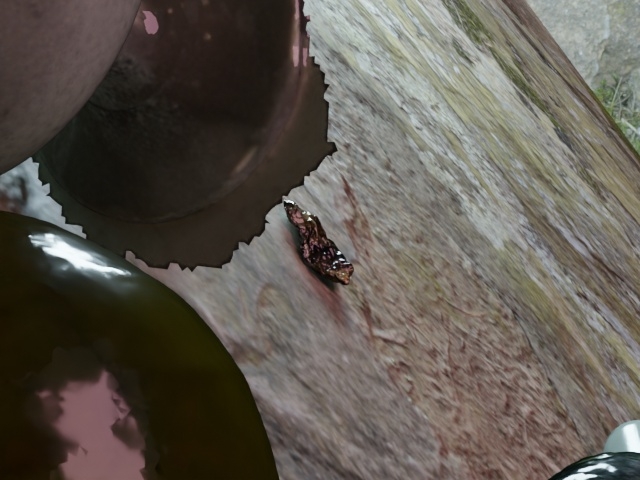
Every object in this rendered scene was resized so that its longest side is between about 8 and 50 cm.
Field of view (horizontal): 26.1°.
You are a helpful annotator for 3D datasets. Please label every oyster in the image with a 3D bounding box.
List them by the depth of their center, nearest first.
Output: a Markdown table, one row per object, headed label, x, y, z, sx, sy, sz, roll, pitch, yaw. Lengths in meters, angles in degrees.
| label | x | y | z | sx | sy | sz | roll | pitch | yaw |
| --- | --- | --- | --- | --- | --- | --- | --- | --- | --- |
| oyster | 0.001 | 0.003 | 1.056 | 0.054 | 0.019 | 0.083 | 23 | 34 | -53 |

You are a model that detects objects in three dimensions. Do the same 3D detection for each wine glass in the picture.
| label | x | y | z | sx | sy | sz | roll | pitch | yaw |
| --- | --- | --- | --- | --- | --- | --- | --- | --- | --- |
| wine glass | -0.160 | -0.118 | 0.627 | 0.323 | 0.238 | 0.238 | 14 | 41 | -58 |

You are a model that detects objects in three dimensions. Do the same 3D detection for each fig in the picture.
| label | x | y | z | sx | sy | sz | roll | pitch | yaw |
| --- | --- | --- | --- | --- | --- | --- | --- | --- | --- |
| fig | -0.093 | 0.083 | 0.453 | 0.203 | 0.203 | 0.225 | 57 | 28 | 15 |

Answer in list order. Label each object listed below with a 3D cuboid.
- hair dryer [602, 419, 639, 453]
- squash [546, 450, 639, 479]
| label | x | y | z | sx | sy | sz | roll | pitch | yaw |
| --- | --- | --- | --- | --- | --- | --- | --- | --- | --- |
| hair dryer | 0.345 | 0.278 | 1.249 | 0.236 | 0.073 | 0.131 | 48 | 19 | -16 |
| squash | 0.216 | 0.255 | 0.868 | 0.252 | 0.165 | 0.252 | 40 | 26 | -24 |
